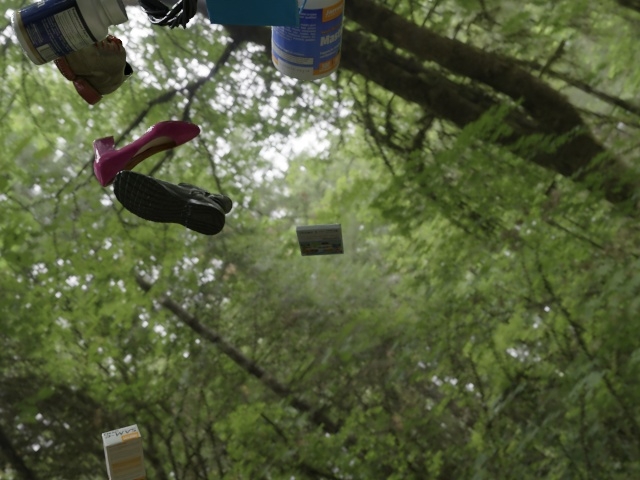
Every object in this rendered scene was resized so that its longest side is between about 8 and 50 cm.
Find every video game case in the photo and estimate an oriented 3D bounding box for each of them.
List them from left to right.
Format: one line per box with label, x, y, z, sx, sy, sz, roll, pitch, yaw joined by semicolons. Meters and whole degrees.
video game case;0.000;0.000;1.582;0.122;0.087;0.011;81;-174;-64

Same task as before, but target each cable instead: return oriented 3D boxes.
cable;-0.273;-0.456;1.443;0.047;0.184;0.151;-19;-63;-47

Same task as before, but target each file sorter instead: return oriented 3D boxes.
file sorter;-0.115;-0.467;1.457;0.118;0.170;0.105;82;-162;-46

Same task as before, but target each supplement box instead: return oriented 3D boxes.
supplement box;-0.342;0.375;1.407;0.062;0.036;0.099;-11;-58;-22

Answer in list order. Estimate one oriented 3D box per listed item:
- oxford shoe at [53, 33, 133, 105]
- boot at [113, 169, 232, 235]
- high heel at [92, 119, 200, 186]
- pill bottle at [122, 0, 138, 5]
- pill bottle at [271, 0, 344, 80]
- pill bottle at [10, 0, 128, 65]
oxford shoe;-0.451;-0.374;1.554;0.130;0.123;0.348;-29;-4;-4
boot;-0.307;-0.088;1.694;0.161;0.246;0.084;-103;36;-72
high heel;-0.376;-0.190;1.774;0.243;0.117;0.082;-11;-26;-15
pill bottle;-0.397;-0.582;1.706;0.086;0.086;0.152;53;-147;-64
pill bottle;-0.026;-0.484;1.678;0.152;0.152;0.272;-39;-29;-31
pill bottle;-0.406;-0.360;1.319;0.169;0.094;0.094;-22;-29;0
